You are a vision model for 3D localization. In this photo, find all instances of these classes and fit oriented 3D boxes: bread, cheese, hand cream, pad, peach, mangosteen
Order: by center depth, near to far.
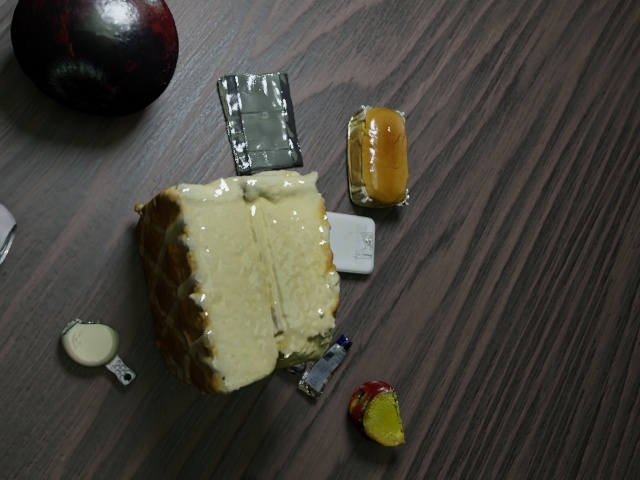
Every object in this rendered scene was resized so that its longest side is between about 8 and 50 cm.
[{"bbox_3d":[-0.412,-0.390,1.045,0.300,0.300,0.301,2,85,-22],"label":"mangosteen"},{"bbox_3d":[-0.176,0.071,1.058,0.279,0.390,0.371,-10,88,-31],"label":"bread"},{"bbox_3d":[-0.437,0.219,1.107,0.171,0.047,0.092,31,78,-17],"label":"cheese"},{"bbox_3d":[-0.136,-0.278,1.288,0.174,0.022,0.233,-13,92,-24],"label":"pad"},{"bbox_3d":[0.015,0.296,1.300,0.062,0.039,0.163,43,77,-16],"label":"hand cream"},{"bbox_3d":[0.137,0.412,1.309,0.127,0.092,0.172,-43,114,-15],"label":"peach"},{"bbox_3d":[0.145,-0.203,1.353,0.136,0.107,0.241,2,86,-25],"label":"bread"}]

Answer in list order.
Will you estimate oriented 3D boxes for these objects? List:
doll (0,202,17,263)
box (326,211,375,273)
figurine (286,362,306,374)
[{"bbox_3d":[-0.702,-0.042,0.970,0.287,0.151,0.151,21,78,-17],"label":"doll"},{"bbox_3d":[0.000,0.000,1.310,0.284,0.044,0.142,7,81,-22],"label":"box"},{"bbox_3d":[-0.080,0.271,1.257,0.105,0.047,0.060,16,38,-15],"label":"figurine"}]
